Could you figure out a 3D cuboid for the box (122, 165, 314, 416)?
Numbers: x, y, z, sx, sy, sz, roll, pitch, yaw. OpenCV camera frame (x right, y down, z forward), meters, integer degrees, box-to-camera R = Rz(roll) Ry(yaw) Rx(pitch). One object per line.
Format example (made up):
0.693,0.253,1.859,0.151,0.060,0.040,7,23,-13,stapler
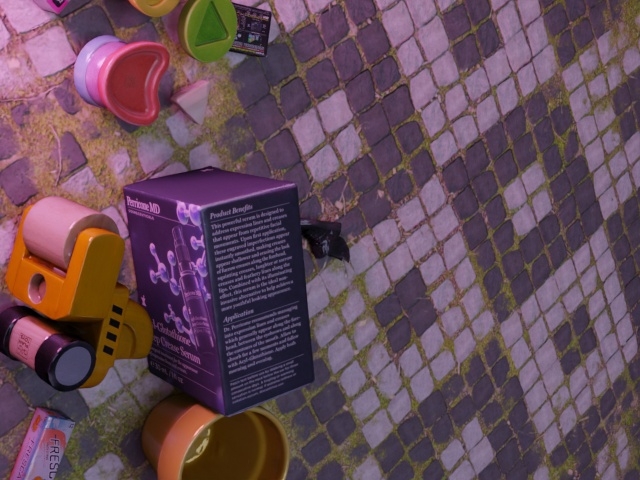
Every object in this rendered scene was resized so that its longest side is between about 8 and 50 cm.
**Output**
-0.191,0.082,1.748,0.212,0.293,0.396,-16,108,-35,box

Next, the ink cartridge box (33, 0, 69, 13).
-0.494,-0.556,1.478,0.176,0.069,0.371,-55,137,-14,ink cartridge box

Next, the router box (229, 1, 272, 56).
-0.159,-0.418,1.832,0.122,0.038,0.092,4,97,-38,router box

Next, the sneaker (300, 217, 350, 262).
-0.002,0.000,2.033,0.170,0.051,0.089,5,91,-42,sneaker

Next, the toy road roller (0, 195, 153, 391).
-0.414,0.101,1.647,0.240,0.202,0.330,7,100,-51,toy road roller

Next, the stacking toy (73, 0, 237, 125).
-0.311,-0.368,1.703,0.279,0.130,0.309,12,99,-54,stacking toy

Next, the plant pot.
-0.228,0.411,1.822,0.254,0.239,0.254,-9,105,-36,plant pot

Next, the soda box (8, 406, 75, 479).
-0.519,0.405,1.706,0.058,0.063,0.183,23,85,-38,soda box
